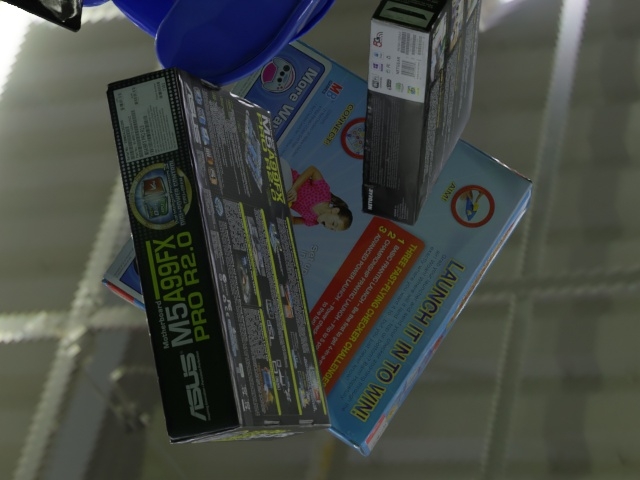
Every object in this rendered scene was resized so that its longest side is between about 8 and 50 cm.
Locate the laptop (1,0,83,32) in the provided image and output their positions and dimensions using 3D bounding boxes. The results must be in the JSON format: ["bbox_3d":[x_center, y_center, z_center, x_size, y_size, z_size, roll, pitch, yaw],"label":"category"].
[{"bbox_3d":[-0.260,-0.253,1.017,0.264,0.136,0.234,3,-102,-2],"label":"laptop"}]

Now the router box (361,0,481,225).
[{"bbox_3d":[0.074,-0.119,1.313,0.046,0.179,0.133,16,-135,14],"label":"router box"}]

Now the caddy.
[{"bbox_3d":[-0.067,-0.286,1.453,0.341,0.241,0.179,-52,-177,27],"label":"caddy"}]

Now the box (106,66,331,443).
[{"bbox_3d":[-0.074,0.019,1.416,0.060,0.216,0.270,-13,-98,16],"label":"box"}]

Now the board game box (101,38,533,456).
[{"bbox_3d":[0.000,0.000,1.801,0.302,0.086,0.308,33,-98,11],"label":"board game box"}]
